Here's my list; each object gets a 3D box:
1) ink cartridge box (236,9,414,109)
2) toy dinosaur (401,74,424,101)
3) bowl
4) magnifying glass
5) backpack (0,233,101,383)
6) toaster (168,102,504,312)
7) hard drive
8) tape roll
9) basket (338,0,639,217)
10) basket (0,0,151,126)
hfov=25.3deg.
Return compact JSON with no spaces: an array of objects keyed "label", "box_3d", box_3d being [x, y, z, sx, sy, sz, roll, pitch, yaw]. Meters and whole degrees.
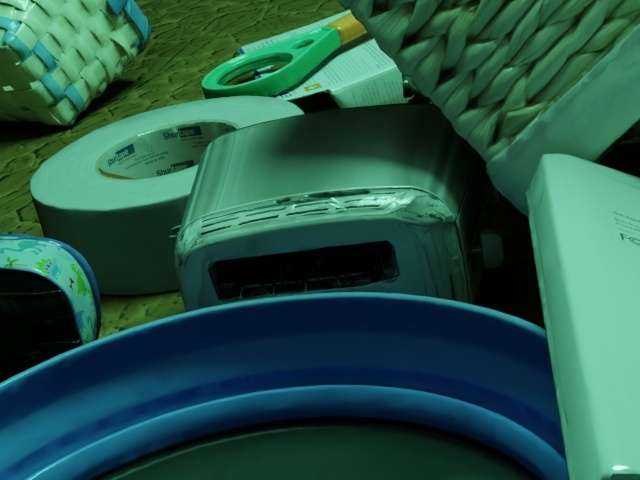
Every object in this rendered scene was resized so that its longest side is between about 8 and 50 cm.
[{"label":"ink cartridge box","box_3d":[0.046,-0.176,1.353,0.224,0.045,0.223,-19,24,-4]},{"label":"toy dinosaur","box_3d":[0.127,-0.106,1.147,0.118,0.064,0.268,-4,27,4]},{"label":"bowl","box_3d":[-0.046,0.147,0.645,0.391,0.077,0.391,-11,24,5]},{"label":"magnifying glass","box_3d":[-0.008,-0.180,1.311,0.231,0.026,0.092,-29,26,-26]},{"label":"backpack","box_3d":[-0.200,0.045,0.920,0.114,0.105,0.084,-2,26,12]},{"label":"toaster","box_3d":[0.000,0.000,0.886,0.227,0.129,0.146,-6,27,10]},{"label":"hard drive","box_3d":[0.202,0.059,0.648,0.203,0.040,0.307,18,25,-4]},{"label":"tape roll","box_3d":[-0.109,-0.040,1.102,0.219,0.072,0.219,-11,23,5]},{"label":"basket","box_3d":[0.182,-0.230,0.901,0.331,0.266,0.328,-47,-7,21]},{"label":"basket","box_3d":[-0.301,-0.261,1.497,0.255,0.201,0.289,5,60,33]}]
